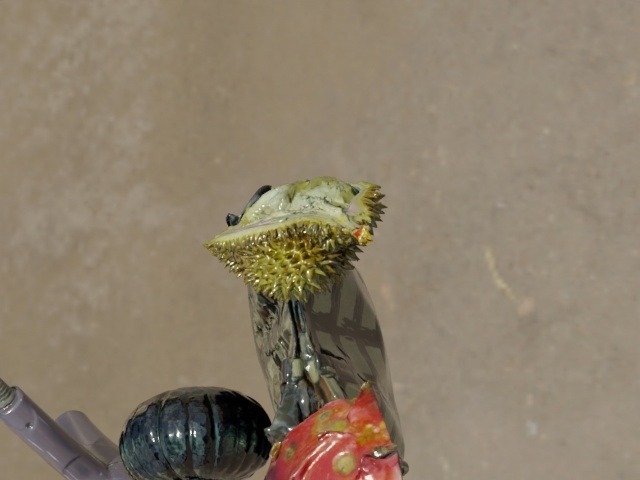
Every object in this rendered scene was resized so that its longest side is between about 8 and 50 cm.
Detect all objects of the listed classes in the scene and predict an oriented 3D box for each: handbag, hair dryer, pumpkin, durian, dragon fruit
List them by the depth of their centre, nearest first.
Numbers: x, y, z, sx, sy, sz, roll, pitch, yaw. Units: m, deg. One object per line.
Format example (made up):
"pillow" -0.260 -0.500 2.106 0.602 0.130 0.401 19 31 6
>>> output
"durian" 0.000 0.000 1.349 0.208 0.146 0.102 -3 116 61
"dragon fruit" 0.015 0.280 1.437 0.161 0.126 0.274 -142 49 -65
"pumpkin" -0.151 0.246 1.900 0.194 0.194 0.150 -29 90 50
"handbag" -0.006 0.132 1.916 0.327 0.162 0.325 65 -169 -71
"hair dryer" -0.355 0.250 2.041 0.121 0.361 0.301 -42 37 -6
